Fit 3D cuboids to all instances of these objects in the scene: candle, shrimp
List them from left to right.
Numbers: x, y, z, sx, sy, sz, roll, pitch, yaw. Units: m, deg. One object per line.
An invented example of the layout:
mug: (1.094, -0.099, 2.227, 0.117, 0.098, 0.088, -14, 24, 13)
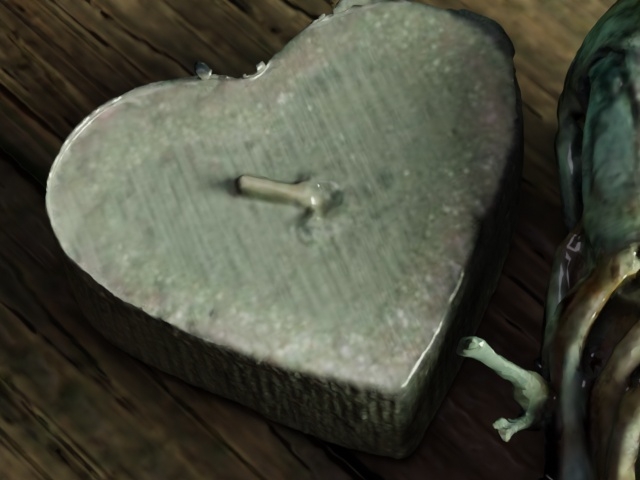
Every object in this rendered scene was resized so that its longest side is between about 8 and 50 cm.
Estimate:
candle: (0.000, 0.000, 0.748, 0.192, 0.068, 0.168, -21, 61, -5)
shrimp: (0.125, 0.074, 0.663, 0.172, 0.137, 0.372, -2, 55, -9)
